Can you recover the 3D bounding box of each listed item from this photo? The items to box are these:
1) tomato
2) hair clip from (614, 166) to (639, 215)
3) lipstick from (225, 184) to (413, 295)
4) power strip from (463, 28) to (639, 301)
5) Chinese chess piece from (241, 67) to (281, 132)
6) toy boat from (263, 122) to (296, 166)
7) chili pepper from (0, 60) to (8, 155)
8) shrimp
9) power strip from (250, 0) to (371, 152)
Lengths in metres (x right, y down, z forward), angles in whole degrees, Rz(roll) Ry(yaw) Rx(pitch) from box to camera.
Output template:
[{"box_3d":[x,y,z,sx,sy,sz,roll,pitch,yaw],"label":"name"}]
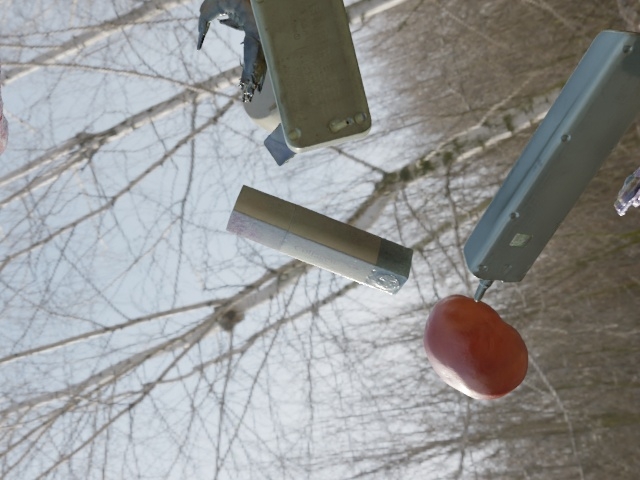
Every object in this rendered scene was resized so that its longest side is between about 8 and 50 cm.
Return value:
[{"box_3d":[0.346,0.248,1.549,0.180,0.260,0.260,-45,-54,-15],"label":"tomato"},{"box_3d":[0.675,-0.125,1.375,0.137,0.090,0.278,-58,1,-10],"label":"hair clip"},{"box_3d":[0.000,0.000,1.166,0.317,0.066,0.068,21,-128,-6],"label":"lipstick"},{"box_3d":[0.178,-0.048,0.517,0.060,0.253,0.027,6,-142,-27],"label":"power strip"},{"box_3d":[-0.052,-0.342,1.349,0.102,0.273,0.273,15,-118,-35],"label":"Chinese chess piece"},{"box_3d":[-0.057,-0.185,1.234,0.016,0.115,0.063,-35,-89,-42],"label":"toy boat"},{"box_3d":[-0.329,-0.125,0.611,0.144,0.253,0.136,27,-114,-3],"label":"chili pepper"},{"box_3d":[-0.159,-0.362,1.250,0.051,0.150,0.217,-59,-18,-51],"label":"shrimp"},{"box_3d":[-0.023,-0.238,0.691,0.053,0.093,0.288,-45,-59,-87],"label":"power strip"}]
